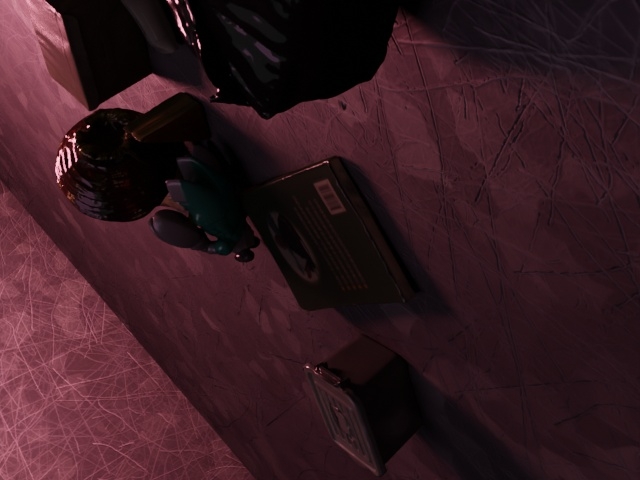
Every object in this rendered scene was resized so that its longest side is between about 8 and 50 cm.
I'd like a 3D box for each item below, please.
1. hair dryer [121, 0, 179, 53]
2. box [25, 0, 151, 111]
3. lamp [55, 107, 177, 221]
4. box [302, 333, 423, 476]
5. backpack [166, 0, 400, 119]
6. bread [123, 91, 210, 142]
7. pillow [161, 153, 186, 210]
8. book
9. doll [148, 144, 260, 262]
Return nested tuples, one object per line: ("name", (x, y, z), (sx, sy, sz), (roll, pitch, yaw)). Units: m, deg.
("hair dryer", (-0.241, -0.388, 1.445), (0.237, 0.075, 0.206), (16, 144, 43))
("box", (-0.426, -0.388, 1.648), (0.155, 0.149, 0.231), (40, 153, 27))
("lamp", (-0.396, -0.149, 1.739), (0.247, 0.247, 0.247), (41, 153, 26))
("box", (0.086, 0.298, 1.666), (0.163, 0.135, 0.243), (27, 146, 47))
("backpack", (-0.114, -0.364, 1.003), (0.446, 0.254, 0.363), (46, 149, 24))
("bread", (-0.283, -0.199, 1.655), (0.074, 0.139, 0.084), (34, 150, 34))
("pillow", (-0.378, -0.158, 1.962), (0.302, 0.075, 0.185), (9, 122, 57))
("book", (0.000, 0.000, 1.538), (0.260, 0.043, 0.371), (60, 154, -10))
("doll", (-0.224, -0.046, 1.697), (0.153, 0.195, 0.258), (-3, 117, 29))
